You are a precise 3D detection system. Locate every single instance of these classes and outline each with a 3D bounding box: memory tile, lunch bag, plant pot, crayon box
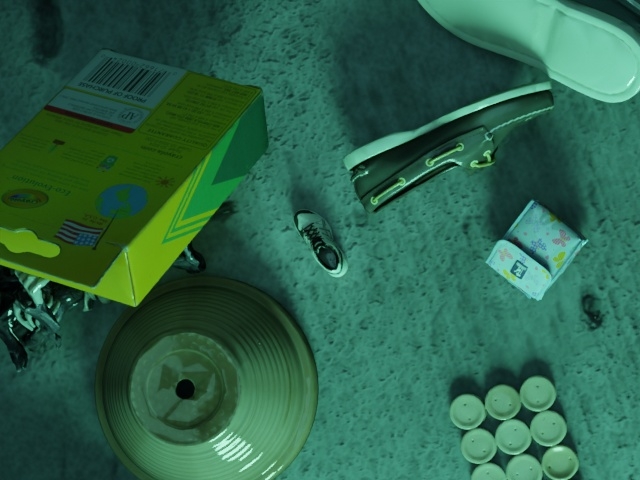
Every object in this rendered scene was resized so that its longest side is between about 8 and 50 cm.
[{"bbox_3d":[0.202,0.217,1.694,0.113,0.012,0.148,-17,83,8],"label":"memory tile"},{"bbox_3d":[0.218,0.011,1.688,0.071,0.053,0.083,41,102,11],"label":"lunch bag"},{"bbox_3d":[-0.127,0.152,1.706,0.237,0.110,0.237,-1,86,11],"label":"plant pot"},{"bbox_3d":[-0.214,-0.054,1.638,0.202,0.081,0.318,17,45,23],"label":"crayon box"}]

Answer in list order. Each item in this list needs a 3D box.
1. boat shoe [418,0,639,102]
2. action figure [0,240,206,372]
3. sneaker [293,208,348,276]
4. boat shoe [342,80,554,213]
[{"bbox_3d":[0.213,-0.250,1.699,0.319,0.099,0.116,35,129,21],"label":"boat shoe"},{"bbox_3d":[-0.268,0.026,1.715,0.276,0.141,0.164,-23,44,4],"label":"action figure"},{"bbox_3d":[0.000,0.000,1.732,0.032,0.037,0.083,-39,79,7],"label":"sneaker"},{"bbox_3d":[0.138,-0.096,1.698,0.228,0.081,0.068,-22,85,14],"label":"boat shoe"}]
